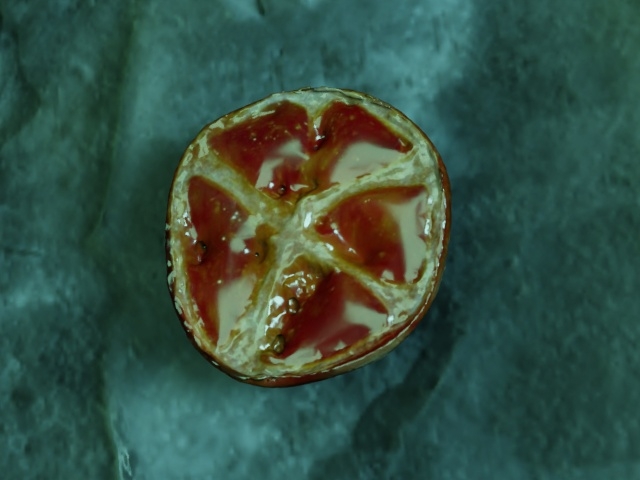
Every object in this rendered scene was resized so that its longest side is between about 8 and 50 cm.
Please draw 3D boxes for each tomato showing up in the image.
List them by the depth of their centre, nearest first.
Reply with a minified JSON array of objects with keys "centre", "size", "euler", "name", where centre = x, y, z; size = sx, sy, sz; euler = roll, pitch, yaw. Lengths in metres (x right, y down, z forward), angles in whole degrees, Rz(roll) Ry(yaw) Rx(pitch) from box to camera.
[{"centre":[0.000,0.000,0.646],"size":[0.155,0.069,0.156],"euler":[-4,76,18],"name":"tomato"}]
